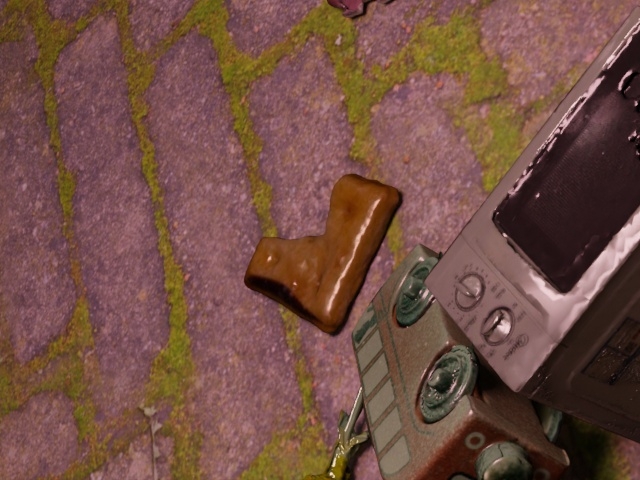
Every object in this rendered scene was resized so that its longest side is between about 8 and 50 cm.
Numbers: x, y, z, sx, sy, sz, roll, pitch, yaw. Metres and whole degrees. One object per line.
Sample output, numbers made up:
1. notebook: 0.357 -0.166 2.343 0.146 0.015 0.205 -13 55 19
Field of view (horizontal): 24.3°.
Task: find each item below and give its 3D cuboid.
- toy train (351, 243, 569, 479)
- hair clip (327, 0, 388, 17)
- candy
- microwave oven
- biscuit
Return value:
1. toy train: 0.120 0.137 1.352 0.159 0.129 0.326 -53 22 21
2. hair clip: 0.067 -0.345 1.756 0.187 0.056 0.146 -26 56 46
3. candy: 0.031 0.198 1.539 0.077 0.073 0.262 15 75 29
4. microwave oven: 0.269 -0.008 1.248 0.295 0.237 0.181 -54 42 14
5. biscuit: 0.000 0.000 1.670 0.174 0.039 0.183 32 95 50
